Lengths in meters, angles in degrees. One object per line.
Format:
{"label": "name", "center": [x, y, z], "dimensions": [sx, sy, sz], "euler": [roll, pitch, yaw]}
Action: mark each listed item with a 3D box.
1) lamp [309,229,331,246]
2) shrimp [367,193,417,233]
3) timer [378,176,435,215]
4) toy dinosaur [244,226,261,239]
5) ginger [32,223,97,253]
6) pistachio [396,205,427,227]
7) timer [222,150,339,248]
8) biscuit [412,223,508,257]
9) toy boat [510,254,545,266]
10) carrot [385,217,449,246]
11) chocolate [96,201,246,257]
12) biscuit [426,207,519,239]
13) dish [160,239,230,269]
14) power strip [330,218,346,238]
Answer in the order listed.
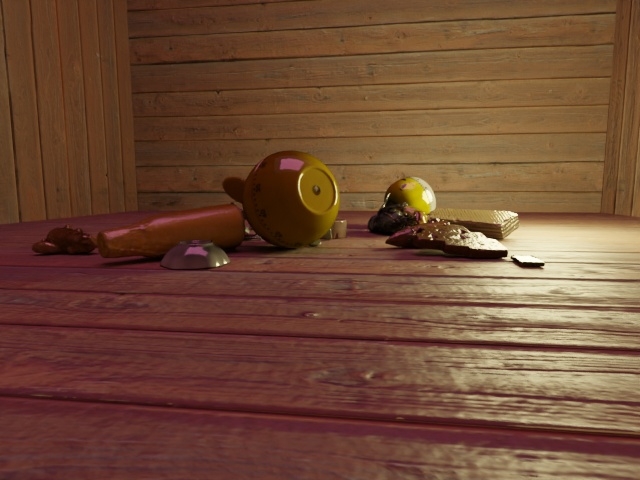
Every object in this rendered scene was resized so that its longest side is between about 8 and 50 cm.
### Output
{"label": "lamp", "center": [0.000, 0.000, 1.643], "dimensions": [0.050, 0.056, 0.198], "euler": [3, 19, 16]}
{"label": "shrimp", "center": [0.317, -0.113, 1.909], "dimensions": [0.137, 0.172, 0.372], "euler": [-33, 8, -29]}
{"label": "timer", "center": [0.414, -0.174, 2.168], "dimensions": [0.285, 0.285, 0.285], "euler": [0, 7, 0]}
{"label": "toy dinosaur", "center": [-0.314, -0.027, 1.738], "dimensions": [0.167, 0.053, 0.242], "euler": [-3, 8, -15]}
{"label": "ginger", "center": [-0.823, 0.000, 1.409], "dimensions": [0.206, 0.081, 0.115], "euler": [0, 19, -2]}
{"label": "pistachio", "center": [0.428, -0.093, 1.982], "dimensions": [0.100, 0.110, 0.189], "euler": [-27, 38, -27]}
{"label": "timer", "center": [-0.130, -0.138, 1.520], "dimensions": [0.376, 0.376, 0.387], "euler": [-7, -5, -42]}
{"label": "biscuit", "center": [0.445, 0.009, 1.368], "dimensions": [0.278, 0.043, 0.301], "euler": [-11, 23, -39]}
{"label": "toy boat", "center": [0.577, 0.056, 1.197], "dimensions": [0.063, 0.016, 0.115], "euler": [2, 8, 11]}
{"label": "carrot", "center": [0.344, -0.014, 1.531], "dimensions": [0.263, 0.101, 0.102], "euler": [-8, 10, -22]}
{"label": "chocolate", "center": [-0.452, -0.014, 1.336], "dimensions": [0.445, 0.162, 0.162], "euler": [-13, 14, -41]}
{"label": "biscuit", "center": [0.639, -0.079, 1.889], "dimensions": [0.144, 0.078, 0.426], "euler": [-29, 22, -29]}
{"label": "dish", "center": [-0.350, 0.034, 1.200], "dimensions": [0.191, 0.066, 0.190], "euler": [0, 7, 0]}
{"label": "power strip", "center": [0.035, -0.053, 1.836], "dimensions": [0.154, 0.078, 0.154], "euler": [-1, 8, 0]}
